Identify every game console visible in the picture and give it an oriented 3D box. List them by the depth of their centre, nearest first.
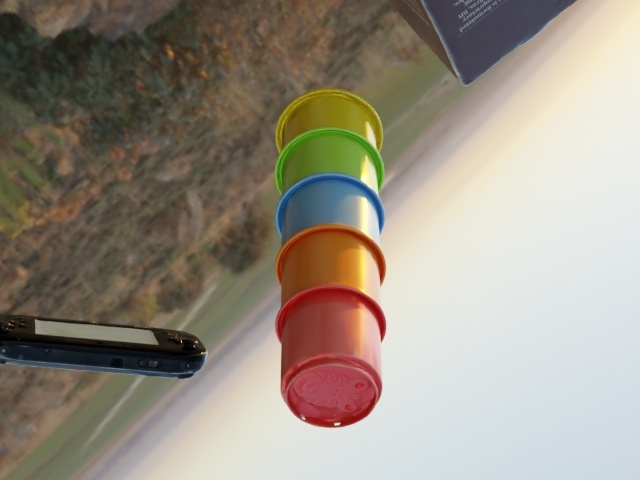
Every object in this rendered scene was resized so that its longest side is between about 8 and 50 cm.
[{"bbox_3d":[-0.288,0.079,0.864,0.213,0.362,0.043,-133,-127,-68],"label":"game console"}]

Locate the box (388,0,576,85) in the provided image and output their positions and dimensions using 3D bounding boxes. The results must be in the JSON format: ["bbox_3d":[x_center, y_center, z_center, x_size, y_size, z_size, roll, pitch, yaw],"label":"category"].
[{"bbox_3d":[0.127,-0.287,0.855,0.168,0.167,0.203,-38,150,5],"label":"box"}]

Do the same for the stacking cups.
[{"bbox_3d":[0.000,0.000,0.700,0.096,0.096,0.316,-47,-158,30],"label":"stacking cups"}]
